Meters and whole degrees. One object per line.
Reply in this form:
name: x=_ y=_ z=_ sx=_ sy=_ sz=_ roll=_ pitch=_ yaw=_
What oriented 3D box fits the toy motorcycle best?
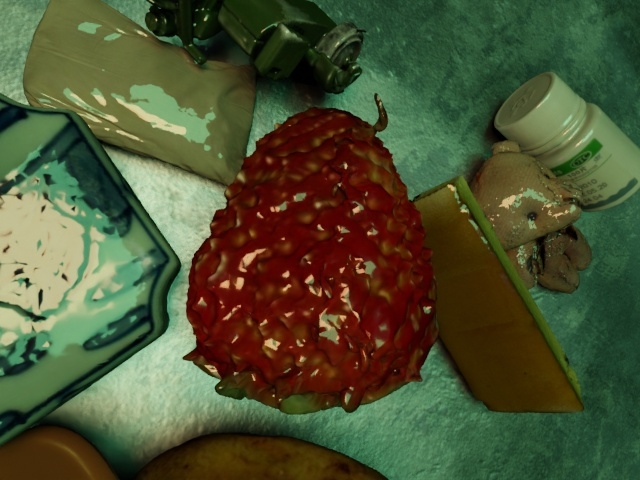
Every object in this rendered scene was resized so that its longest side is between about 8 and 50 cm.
toy motorcycle: x=-0.069 y=-0.257 z=0.486 sx=0.205 sy=0.127 sz=0.275 roll=49 pitch=39 yaw=7

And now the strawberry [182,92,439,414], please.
strawberry: x=0.002 y=0.000 z=0.438 sx=0.292 sy=0.292 sz=0.343 roll=8 pitch=84 yaw=-20

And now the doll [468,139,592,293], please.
doll: x=0.369 y=-0.020 z=0.651 sx=0.303 sy=0.156 sz=0.201 roll=32 pitch=73 yaw=-19

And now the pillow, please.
pillow: x=-0.200 y=-0.183 z=0.494 sx=0.270 sy=0.067 sz=0.173 roll=18 pitch=79 yaw=-20

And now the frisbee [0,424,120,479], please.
frisbee: x=-0.258 y=0.297 z=0.354 sx=0.251 sy=0.021 sz=0.250 roll=-6 pitch=73 yaw=21

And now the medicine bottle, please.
medicine bottle: x=0.425 y=-0.165 z=0.694 sx=0.237 sy=0.139 sz=0.139 roll=34 pitch=73 yaw=-15

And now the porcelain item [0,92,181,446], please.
porcelain item: x=-0.304 y=0.026 z=0.383 sx=0.281 sy=0.157 sz=0.285 roll=-33 pitch=95 yaw=-20

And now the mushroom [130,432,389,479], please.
mushroom: x=-0.055 y=0.366 z=0.433 sx=0.346 sy=0.259 sz=0.345 roll=0 pitch=88 yaw=7

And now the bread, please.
bread: x=0.226 y=0.090 z=0.586 sx=0.361 sy=0.138 sz=0.077 roll=58 pitch=39 yaw=-7
